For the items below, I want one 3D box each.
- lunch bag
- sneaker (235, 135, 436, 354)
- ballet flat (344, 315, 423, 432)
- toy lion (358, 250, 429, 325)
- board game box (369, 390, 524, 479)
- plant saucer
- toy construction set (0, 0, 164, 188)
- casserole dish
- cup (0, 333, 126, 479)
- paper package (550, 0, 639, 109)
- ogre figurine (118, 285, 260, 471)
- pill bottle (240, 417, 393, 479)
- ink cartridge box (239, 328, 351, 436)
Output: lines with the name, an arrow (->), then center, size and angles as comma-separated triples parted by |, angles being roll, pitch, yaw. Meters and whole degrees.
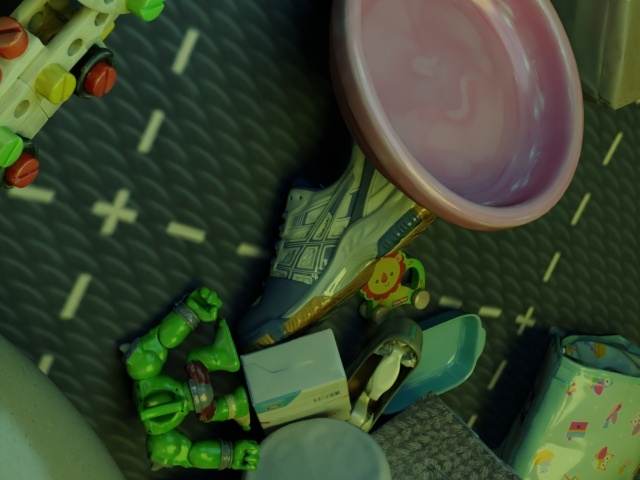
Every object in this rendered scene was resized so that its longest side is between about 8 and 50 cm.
lunch bag -> 0.360, 0.251, 1.872 | 0.262, 0.160, 0.223 | 5, 114, -49
sneaker -> 0.000, 0.000, 1.442 | 0.296, 0.131, 0.112 | -44, 170, 19
ballet flat -> 0.051, 0.182, 1.589 | 0.072, 0.068, 0.213 | 28, 114, -10
toy lion -> 0.082, 0.046, 1.588 | 0.100, 0.034, 0.096 | -19, 120, -32
board game box -> 0.170, 0.377, 1.687 | 0.141, 0.232, 0.291 | -33, 141, -18
plant saucer -> 0.128, -0.166, 1.346 | 0.332, 0.084, 0.332 | 15, 66, -37
toy construction set -> -0.260, -0.160, 1.058 | 0.327, 0.151, 0.215 | -37, 160, -6
casserole dish -> 0.128, 0.148, 1.687 | 0.188, 0.037, 0.114 | -18, 128, -31
cup -> -0.330, 0.209, 1.156 | 0.331, 0.331, 0.237 | -20, 102, -31
paper package -> 0.390, -0.341, 1.503 | 0.324, 0.168, 0.310 | -25, 132, -29
ogre figurine -> -0.140, 0.157, 1.404 | 0.118, 0.097, 0.197 | -15, 117, -15
pill bottle -> 0.015, 0.352, 1.541 | 0.169, 0.169, 0.302 | -34, 140, -20
ink cartridge box -> -0.024, 0.165, 1.493 | 0.104, 0.062, 0.181 | -16, 159, -3
